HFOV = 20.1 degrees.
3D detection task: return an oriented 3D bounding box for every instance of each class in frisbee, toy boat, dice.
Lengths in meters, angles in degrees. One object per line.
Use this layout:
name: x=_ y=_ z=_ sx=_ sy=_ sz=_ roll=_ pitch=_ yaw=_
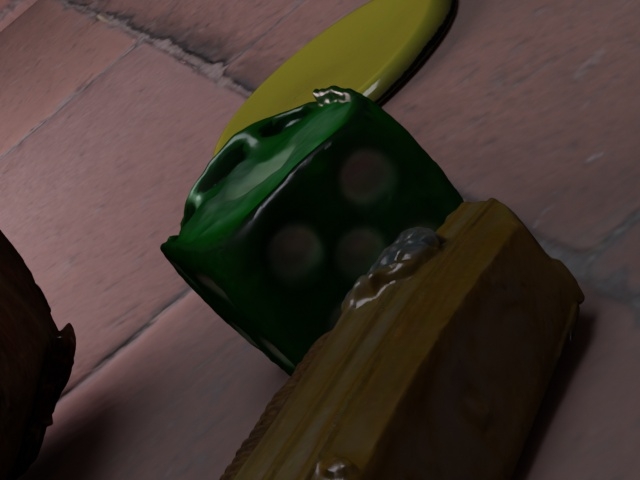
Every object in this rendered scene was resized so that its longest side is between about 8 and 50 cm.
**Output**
frisbee: x=0.006 y=-0.124 z=1.393 sx=0.236 sy=0.017 sz=0.236 roll=-35 pitch=20 yaw=15
toy boat: x=0.015 y=0.096 z=0.775 sx=0.115 sy=0.089 sz=0.310 roll=-25 pitch=24 yaw=43
dice: x=0.000 y=0.000 z=0.974 sx=0.131 sy=0.120 sz=0.128 roll=-46 pitch=21 yaw=-11

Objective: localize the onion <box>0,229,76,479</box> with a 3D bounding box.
onion: x=-0.328 y=0.097 z=1.118 sx=0.353 sy=0.354 sz=0.354 roll=-34 pitch=20 yaw=14
